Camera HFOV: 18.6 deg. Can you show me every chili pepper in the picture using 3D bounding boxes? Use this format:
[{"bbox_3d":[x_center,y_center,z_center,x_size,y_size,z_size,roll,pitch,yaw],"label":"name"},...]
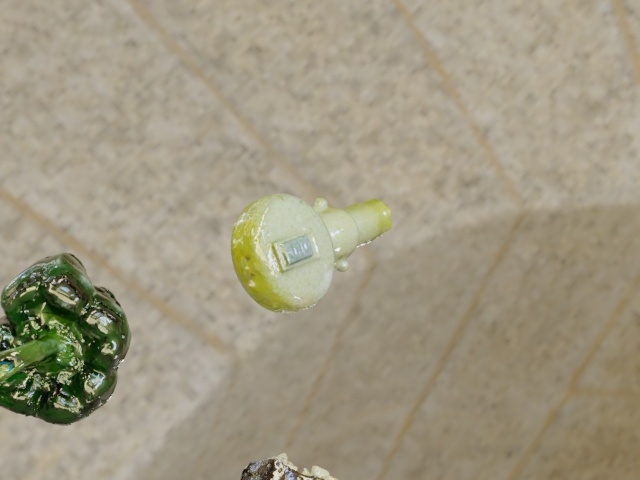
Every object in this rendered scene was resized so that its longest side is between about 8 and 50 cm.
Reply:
[{"bbox_3d":[-0.293,0.119,2.123,0.165,0.261,0.174,39,-83,-10],"label":"chili pepper"}]

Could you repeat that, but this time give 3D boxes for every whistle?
[{"bbox_3d":[0.000,0.000,1.713,0.057,0.198,0.104,-18,-89,41],"label":"whistle"}]

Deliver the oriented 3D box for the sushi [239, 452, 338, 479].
[{"bbox_3d":[-0.005,0.238,1.590,0.150,0.078,0.090,30,-35,-2],"label":"sushi"}]
